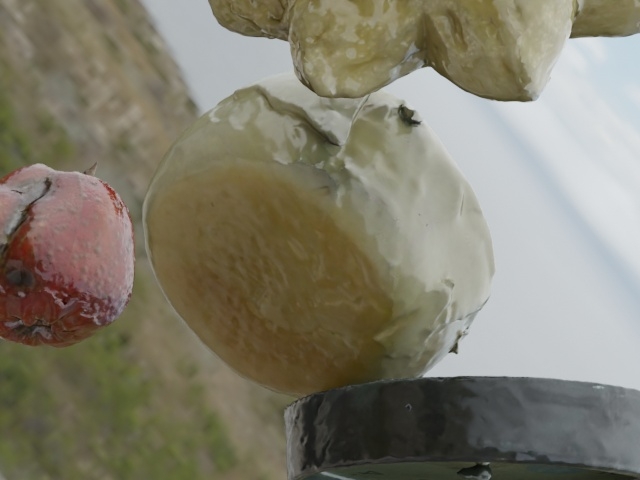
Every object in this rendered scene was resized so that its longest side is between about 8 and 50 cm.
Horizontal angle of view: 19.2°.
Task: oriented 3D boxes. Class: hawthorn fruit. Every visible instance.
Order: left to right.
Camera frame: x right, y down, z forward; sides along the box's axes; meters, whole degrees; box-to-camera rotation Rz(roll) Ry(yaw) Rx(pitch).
[{"bbox_3d":[-0.126,0.003,0.867,0.093,0.093,0.093,50,8,-9],"label":"hawthorn fruit"}]

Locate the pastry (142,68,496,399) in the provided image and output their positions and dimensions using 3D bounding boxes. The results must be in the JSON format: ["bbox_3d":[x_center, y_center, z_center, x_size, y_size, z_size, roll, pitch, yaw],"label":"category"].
[{"bbox_3d":[-0.001,0.001,1.340,0.265,0.265,0.133,51,48,-2],"label":"pastry"}]

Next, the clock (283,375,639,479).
[{"bbox_3d":[0.113,0.146,1.288,0.280,0.280,0.055,36,52,-62],"label":"clock"}]

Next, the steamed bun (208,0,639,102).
[{"bbox_3d":[0.074,-0.198,1.110,0.292,0.295,0.137,-94,179,-50],"label":"steamed bun"}]
